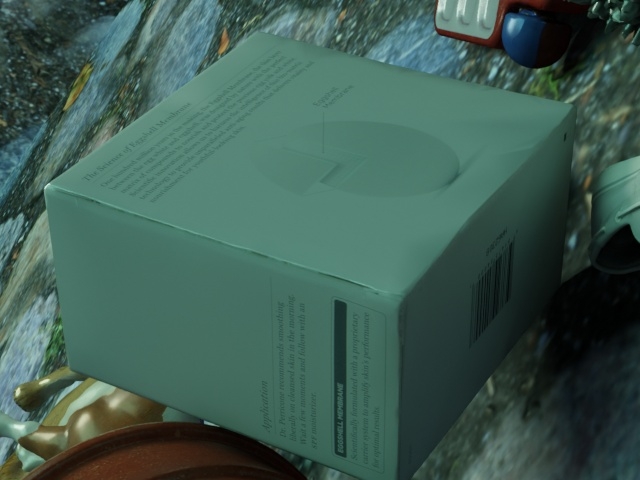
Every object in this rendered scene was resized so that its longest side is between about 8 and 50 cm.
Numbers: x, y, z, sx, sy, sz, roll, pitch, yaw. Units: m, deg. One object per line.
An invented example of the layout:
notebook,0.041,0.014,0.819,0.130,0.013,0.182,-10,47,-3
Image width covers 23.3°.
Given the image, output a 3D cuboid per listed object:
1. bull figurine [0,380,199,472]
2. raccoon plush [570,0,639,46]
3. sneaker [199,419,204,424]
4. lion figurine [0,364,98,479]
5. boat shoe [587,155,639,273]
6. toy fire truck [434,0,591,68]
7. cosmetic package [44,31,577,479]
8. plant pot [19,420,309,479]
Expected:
bull figurine,-0.173,0.205,1.217,0.188,0.101,0.310,-1,78,26
raccoon plush,0.239,-0.114,0.779,0.216,0.299,0.446,-24,66,22
sneaker,-0.109,0.199,1.311,0.071,0.068,0.170,-32,39,26
lion figurine,-0.215,0.180,1.470,0.240,0.142,0.392,-33,27,39
boat shoe,0.189,-0.017,0.828,0.184,0.066,0.063,158,128,-70
toy fire truck,0.165,-0.260,1.161,0.302,0.169,0.254,-138,55,-71
cosmetic package,0.000,0.000,0.907,0.224,0.225,0.138,-43,-37,-46
plant pot,-0.026,0.240,0.752,0.265,0.272,0.272,4,65,60
